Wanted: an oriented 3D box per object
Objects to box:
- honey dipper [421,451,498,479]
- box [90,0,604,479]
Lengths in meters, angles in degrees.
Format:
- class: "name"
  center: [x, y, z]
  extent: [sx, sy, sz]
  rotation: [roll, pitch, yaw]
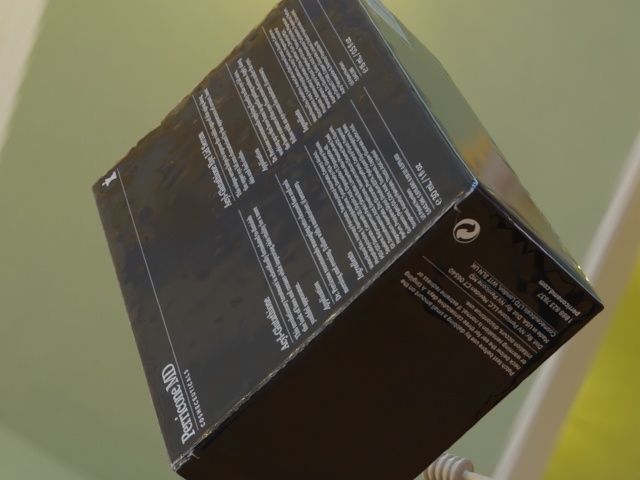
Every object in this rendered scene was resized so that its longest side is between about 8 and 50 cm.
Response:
- class: "honey dipper"
  center: [0.156, 0.211, 1.679]
  extent: [0.030, 0.160, 0.030]
  rotation: [-18, -66, -45]
- class: "box"
  center: [0.000, 0.000, 0.960]
  extent: [0.184, 0.261, 0.103]
  rotation: [-41, -58, 11]
